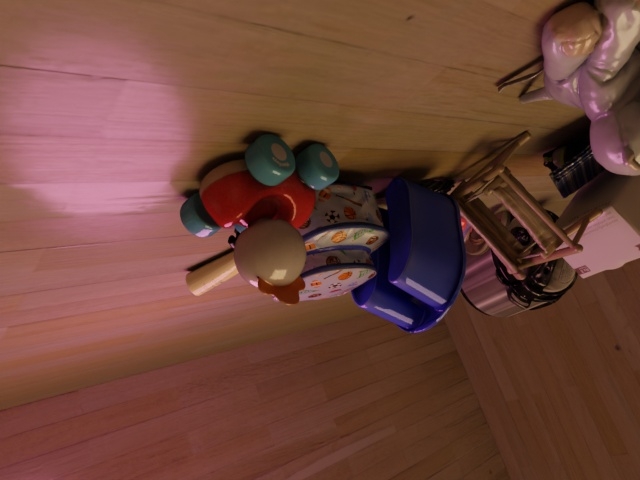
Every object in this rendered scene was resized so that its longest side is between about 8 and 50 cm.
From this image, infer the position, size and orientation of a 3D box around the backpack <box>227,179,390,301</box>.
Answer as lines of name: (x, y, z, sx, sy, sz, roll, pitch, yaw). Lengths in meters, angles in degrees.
backpack: (0.000, 0.000, 1.051, 0.276, 0.213, 0.263, -6, 151, -40)

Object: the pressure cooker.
pressure cooker: (0.770, 0.090, 2.031, 0.375, 0.370, 0.420, -10, 161, -23)

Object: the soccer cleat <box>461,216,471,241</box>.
soccer cleat: (0.469, -0.052, 1.703, 0.095, 0.083, 0.248, -29, 161, 15)

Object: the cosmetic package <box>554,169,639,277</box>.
cosmetic package: (0.765, -0.098, 1.317, 0.385, 0.156, 0.217, -41, 178, -32)

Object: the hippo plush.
hippo plush: (0.436, -0.216, 0.770, 0.294, 0.237, 0.234, -32, 161, 37)

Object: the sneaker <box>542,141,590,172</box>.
sneaker: (0.664, -0.222, 1.407, 0.097, 0.084, 0.234, -1, 180, 42)

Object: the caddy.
caddy: (0.198, 0.029, 1.139, 0.179, 0.342, 0.241, 23, 138, -23)

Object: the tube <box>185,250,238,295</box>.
tube: (-0.204, 0.054, 1.236, 0.240, 0.062, 0.070, -28, -156, 10)

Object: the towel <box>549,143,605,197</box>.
towel: (0.710, -0.238, 1.264, 0.336, 0.040, 0.243, -42, 155, 20)

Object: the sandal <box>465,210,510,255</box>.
sandal: (0.588, -0.037, 1.894, 0.086, 0.120, 0.303, 10, 159, -4)

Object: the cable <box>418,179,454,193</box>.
cable: (0.251, -0.102, 1.300, 0.184, 0.047, 0.150, -9, 161, -35)

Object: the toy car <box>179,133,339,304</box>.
toy car: (-0.073, -0.006, 0.840, 0.219, 0.238, 0.210, -31, 162, 35)

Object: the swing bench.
swing bench: (0.449, -0.061, 1.220, 0.165, 0.253, 0.255, -43, 178, -34)
